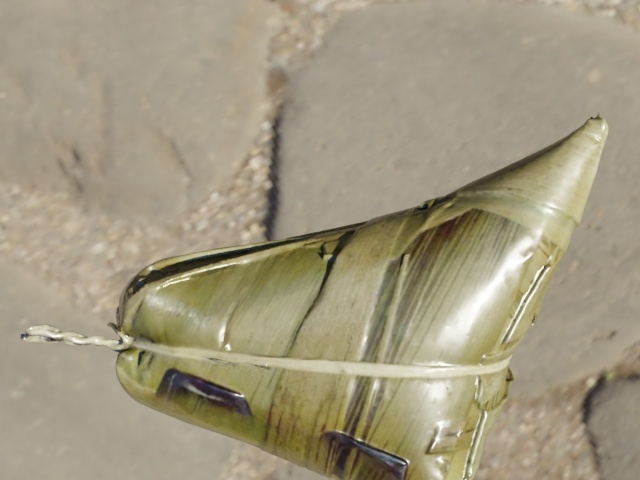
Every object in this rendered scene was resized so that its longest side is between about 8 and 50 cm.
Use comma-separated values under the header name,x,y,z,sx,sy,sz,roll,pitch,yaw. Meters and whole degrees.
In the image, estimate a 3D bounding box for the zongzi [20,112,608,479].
name,x,y,z,sx,sy,sz,roll,pitch,yaw
zongzi,0.000,0.000,0.733,0.189,0.081,0.178,22,101,0
